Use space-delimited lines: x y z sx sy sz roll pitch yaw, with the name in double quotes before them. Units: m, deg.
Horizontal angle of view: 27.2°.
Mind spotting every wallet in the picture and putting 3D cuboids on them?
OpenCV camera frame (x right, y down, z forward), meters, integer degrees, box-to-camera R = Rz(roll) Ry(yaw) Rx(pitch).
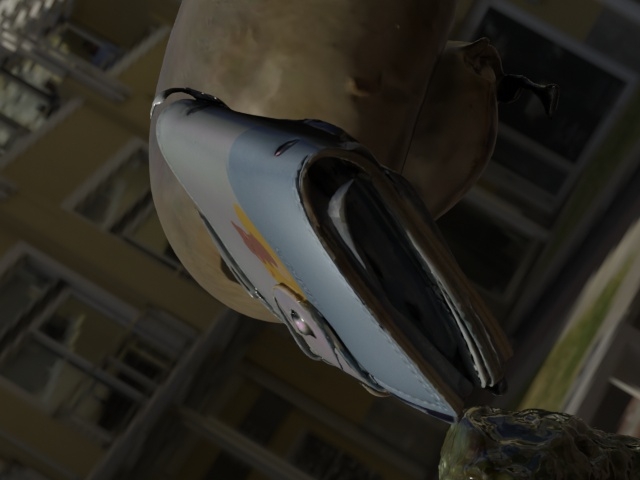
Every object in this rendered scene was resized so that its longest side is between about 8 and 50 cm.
"wallet" 0.000 0.000 0.678 0.069 0.170 0.231 -37 24 -13

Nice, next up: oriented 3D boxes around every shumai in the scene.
"shumai" 0.261 0.307 1.175 0.397 0.323 0.324 72 -163 -79

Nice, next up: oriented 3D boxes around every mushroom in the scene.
"mushroom" 0.026 -0.105 1.023 0.362 0.294 0.362 -164 90 -86
